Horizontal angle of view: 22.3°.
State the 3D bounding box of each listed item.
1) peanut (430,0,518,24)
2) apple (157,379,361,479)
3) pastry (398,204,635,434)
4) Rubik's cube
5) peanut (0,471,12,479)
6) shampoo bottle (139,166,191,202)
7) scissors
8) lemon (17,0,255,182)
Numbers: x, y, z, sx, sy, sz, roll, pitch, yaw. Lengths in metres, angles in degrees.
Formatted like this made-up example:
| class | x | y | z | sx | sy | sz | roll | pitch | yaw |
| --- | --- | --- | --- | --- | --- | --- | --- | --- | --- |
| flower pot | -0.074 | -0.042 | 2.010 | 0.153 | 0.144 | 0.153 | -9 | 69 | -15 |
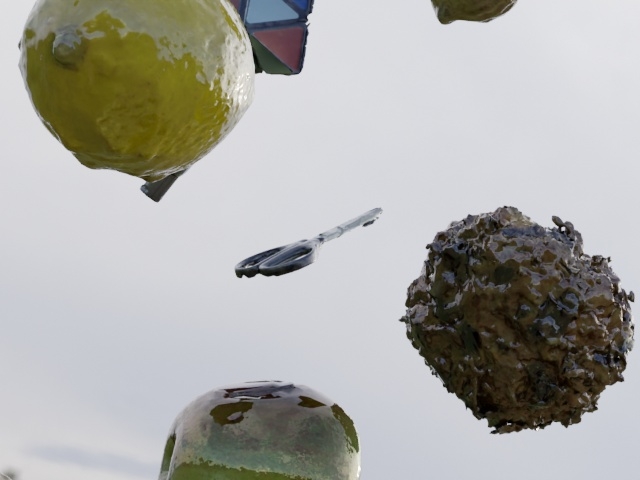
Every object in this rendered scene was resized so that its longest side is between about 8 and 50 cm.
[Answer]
| class | x | y | z | sx | sy | sz | roll | pitch | yaw |
| --- | --- | --- | --- | --- | --- | --- | --- | --- | --- |
| peanut | 0.217 | -0.406 | 2.019 | 0.159 | 0.291 | 0.143 | -8 | 33 | -24 |
| apple | -0.062 | 0.231 | 1.616 | 0.188 | 0.207 | 0.174 | 13 | -43 | -20 |
| pastry | 0.230 | 0.085 | 1.818 | 0.275 | 0.274 | 0.193 | -1 | 5 | 38 |
| Rubik's cube | -0.071 | -0.337 | 2.124 | 0.284 | 0.234 | 0.250 | 40 | -18 | 9 |
| peanut | -0.466 | 0.380 | 2.201 | 0.197 | 0.110 | 0.233 | 4 | -60 | 39 |
| shampoo bottle | -0.169 | -0.121 | 2.087 | 0.040 | 0.165 | 0.080 | 38 | 5 | -8 |
| scissors | 0.000 | 0.000 | 2.203 | 0.109 | 0.022 | 0.300 | -3 | 14 | 37 |
| lemon | -0.185 | -0.181 | 1.673 | 0.234 | 0.233 | 0.288 | 8 | 0 | 20 |
